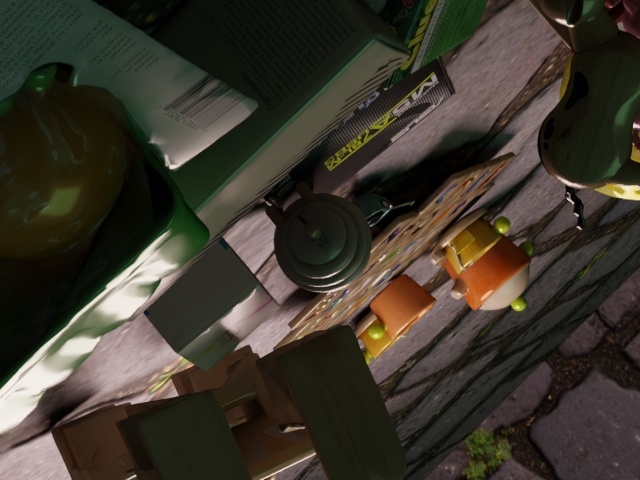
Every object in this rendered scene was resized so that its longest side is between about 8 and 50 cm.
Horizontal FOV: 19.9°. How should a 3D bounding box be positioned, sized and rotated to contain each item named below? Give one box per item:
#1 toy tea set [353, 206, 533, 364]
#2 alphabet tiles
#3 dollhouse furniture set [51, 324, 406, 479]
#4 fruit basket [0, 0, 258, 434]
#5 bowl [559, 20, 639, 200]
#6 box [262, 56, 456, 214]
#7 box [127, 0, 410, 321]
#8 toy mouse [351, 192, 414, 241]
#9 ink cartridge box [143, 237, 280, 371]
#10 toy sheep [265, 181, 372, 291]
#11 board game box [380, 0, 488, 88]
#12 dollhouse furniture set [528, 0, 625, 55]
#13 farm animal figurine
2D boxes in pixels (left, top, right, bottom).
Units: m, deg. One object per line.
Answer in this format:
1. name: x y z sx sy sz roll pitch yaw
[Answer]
1. toy tea set: 0.130 0.102 2.220 0.336 0.124 0.200 -43 172 13
2. alphabet tiles: 0.085 0.010 2.016 0.285 0.011 0.342 -45 171 21
3. dollhouse furniture set: -0.141 0.272 1.587 0.394 0.256 0.362 -23 -178 -21
4. fruit basket: -0.230 -0.019 0.985 0.327 0.165 0.353 -44 150 11
5. bowl: 0.357 -0.190 1.816 0.289 0.289 0.156 -37 124 -12
6. box: 0.020 -0.100 1.517 0.191 0.045 0.184 -39 164 1
7. box: -0.081 -0.073 1.207 0.275 0.113 0.094 -42 167 13
8. toy mouse: 0.032 -0.011 1.843 0.143 0.031 0.161 -36 166 -15
9. ink cartridge box: -0.102 0.044 1.542 0.090 0.092 0.143 -40 168 -2
10. toy sheep: 0.000 0.000 1.511 0.091 0.091 0.132 -42 166 5
11. board game box: 0.108 -0.232 1.221 0.136 0.030 0.259 -38 155 -53
12. dollhouse furniture set: 0.355 -0.280 1.544 0.374 0.152 0.201 -43 176 12
13. farm animal figurine: 0.229 -0.220 1.256 0.327 0.172 0.330 111 -3 -57
